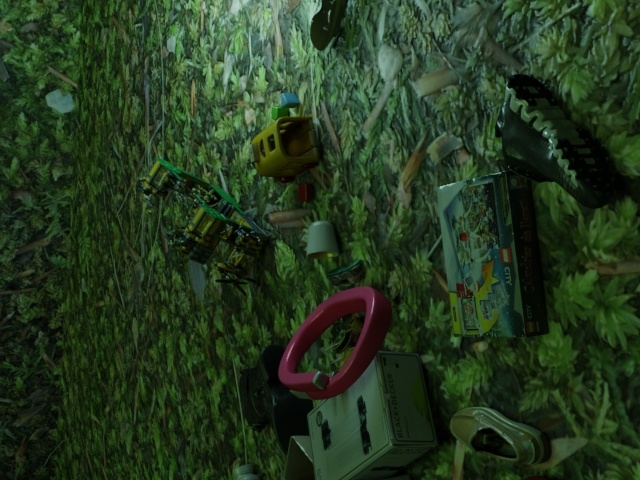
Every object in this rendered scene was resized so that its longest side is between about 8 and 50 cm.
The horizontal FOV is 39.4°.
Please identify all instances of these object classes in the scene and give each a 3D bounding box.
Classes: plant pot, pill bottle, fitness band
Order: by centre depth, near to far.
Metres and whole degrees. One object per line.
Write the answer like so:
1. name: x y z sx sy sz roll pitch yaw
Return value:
1. fitness band: 0.021 0.178 1.570 0.209 0.054 0.291 -60 18 -21
2. plant pot: 0.002 0.441 1.716 0.109 0.096 0.109 42 129 50
3. pill bottle: -0.163 0.576 2.042 0.065 0.065 0.116 -52 52 49

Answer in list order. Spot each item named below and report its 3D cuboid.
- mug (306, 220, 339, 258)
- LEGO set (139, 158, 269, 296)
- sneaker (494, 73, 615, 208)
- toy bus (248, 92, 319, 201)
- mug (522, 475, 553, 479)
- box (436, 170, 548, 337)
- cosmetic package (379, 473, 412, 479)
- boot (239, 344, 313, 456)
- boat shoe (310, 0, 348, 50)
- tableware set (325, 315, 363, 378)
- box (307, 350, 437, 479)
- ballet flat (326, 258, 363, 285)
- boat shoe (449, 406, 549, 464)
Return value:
1. mug: -0.002 -0.001 1.695 0.078 0.062 0.064 -22 68 51
2. LEGO set: -0.282 -0.012 1.965 0.331 0.255 0.192 41 101 36
3. sneaker: 0.298 -0.109 1.165 0.234 0.078 0.106 63 146 38
4. toy bus: -0.088 -0.175 1.766 0.191 0.104 0.202 48 133 46
5. mug: 0.302 0.394 1.199 0.169 0.113 0.150 -40 62 50
6. box: 0.246 0.024 1.297 0.159 0.044 0.233 -10 86 59
7. cosmetic package: 0.051 0.593 1.601 0.385 0.156 0.217 -57 46 48
8. boot: -0.103 0.364 1.910 0.229 0.091 0.262 124 136 -54
9. boat shoe: 0.022 -0.411 1.616 0.056 0.048 0.153 47 141 29
10. tableware set: 0.035 0.205 1.609 0.104 0.024 0.154 -34 25 57
11. box: 0.081 0.326 1.547 0.290 0.087 0.169 127 142 -48
12. ballet flat: 0.053 0.063 1.640 0.114 0.041 0.041 -24 74 58
13. boat shoe: 0.244 0.287 1.312 0.190 0.072 0.068 -3 92 59
